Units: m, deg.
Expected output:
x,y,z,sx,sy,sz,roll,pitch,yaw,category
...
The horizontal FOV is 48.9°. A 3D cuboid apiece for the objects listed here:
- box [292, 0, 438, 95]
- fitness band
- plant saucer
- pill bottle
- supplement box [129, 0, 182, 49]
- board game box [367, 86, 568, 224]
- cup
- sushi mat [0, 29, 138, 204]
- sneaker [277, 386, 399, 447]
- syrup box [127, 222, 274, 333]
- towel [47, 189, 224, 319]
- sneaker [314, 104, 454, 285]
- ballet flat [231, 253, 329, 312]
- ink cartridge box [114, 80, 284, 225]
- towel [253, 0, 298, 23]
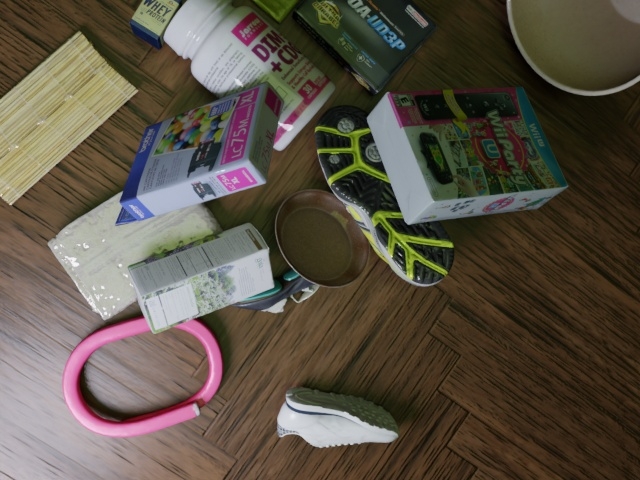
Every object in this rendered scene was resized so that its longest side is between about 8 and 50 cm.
x,y,z,sx,sy,sz,roll,pitch,yaw,category
0.083,-0.413,1.329,0.220,0.051,0.175,44,86,-8,box
-0.324,0.246,1.298,0.291,0.054,0.209,-16,95,-9,fitness band
0.000,0.000,1.308,0.198,0.036,0.198,13,60,-24,plant saucer
-0.126,-0.308,1.247,0.283,0.160,0.160,41,86,-8,pill bottle
-0.292,-0.399,1.257,0.056,0.083,0.083,31,87,-10,supplement box
0.263,-0.158,1.263,0.303,0.097,0.224,-8,68,-28,board game box
0.550,-0.459,1.290,0.237,0.331,0.331,-27,97,-32,cup
-0.497,-0.220,1.267,0.316,0.019,0.151,-43,99,-4,sushi mat
0.034,0.353,1.351,0.235,0.090,0.095,16,103,-5,sneaker
-0.208,0.064,1.252,0.237,0.096,0.093,-22,131,-18,syrup box
-0.331,0.000,1.289,0.282,0.049,0.187,-32,98,-7,towel
0.100,-0.074,1.310,0.145,0.147,0.385,-26,77,-9,sneaker
-0.067,0.095,1.323,0.203,0.074,0.074,-26,96,-13,ballet flat
-0.216,-0.140,1.167,0.311,0.186,0.065,-16,137,28,ink cartridge box
-0.041,-0.531,1.320,0.102,0.021,0.237,39,87,-8,towel
